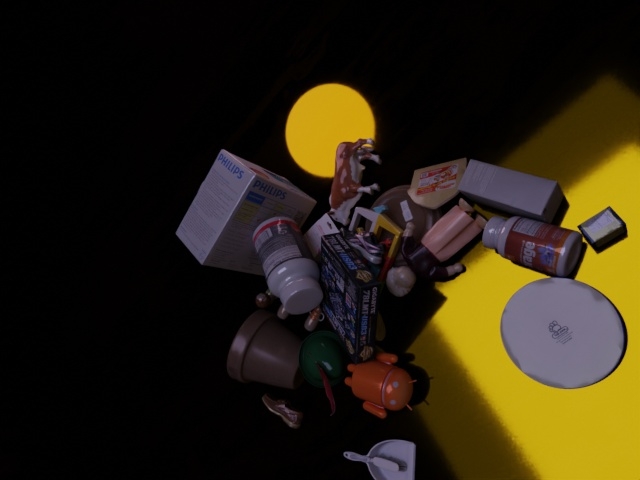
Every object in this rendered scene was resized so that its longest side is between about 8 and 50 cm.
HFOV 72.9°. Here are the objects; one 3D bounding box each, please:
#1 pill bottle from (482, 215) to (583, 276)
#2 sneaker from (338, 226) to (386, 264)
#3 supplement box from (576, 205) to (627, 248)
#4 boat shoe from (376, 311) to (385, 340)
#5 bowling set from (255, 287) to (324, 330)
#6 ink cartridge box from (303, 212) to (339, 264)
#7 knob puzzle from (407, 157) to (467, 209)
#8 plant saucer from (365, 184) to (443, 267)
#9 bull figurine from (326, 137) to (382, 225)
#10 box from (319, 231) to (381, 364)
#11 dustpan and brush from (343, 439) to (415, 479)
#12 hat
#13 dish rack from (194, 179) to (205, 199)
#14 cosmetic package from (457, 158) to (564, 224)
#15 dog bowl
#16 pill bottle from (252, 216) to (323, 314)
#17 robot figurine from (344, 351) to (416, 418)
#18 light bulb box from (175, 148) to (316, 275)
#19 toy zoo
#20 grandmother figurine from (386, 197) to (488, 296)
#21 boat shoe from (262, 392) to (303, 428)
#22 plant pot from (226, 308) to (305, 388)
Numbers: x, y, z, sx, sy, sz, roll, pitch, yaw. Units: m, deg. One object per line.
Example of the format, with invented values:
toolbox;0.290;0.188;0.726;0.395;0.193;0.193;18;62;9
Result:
pill bottle;0.543;0.006;1.127;0.216;0.121;0.121;23;93;43
sneaker;0.140;0.000;1.378;0.178;0.072;0.077;36;107;27
supplement box;0.686;-0.030;1.056;0.083;0.083;0.056;-39;59;24
boat shoe;0.136;0.210;1.385;0.079;0.084;0.233;-14;92;42
bowling set;-0.119;0.188;1.543;0.287;0.200;0.154;34;99;33
ink cartridge box;0.000;0.000;1.576;0.181;0.062;0.104;-44;58;21
knob puzzle;0.360;-0.162;1.328;0.213;0.030;0.213;-23;38;20
plant saucer;0.259;-0.051;1.410;0.278;0.041;0.277;-10;72;35
bull figurine;0.112;-0.212;1.520;0.189;0.101;0.310;-5;79;32
box;0.079;0.171;1.328;0.295;0.073;0.293;-127;30;-53
dustpan and brush;0.171;0.659;1.294;0.211;0.060;0.147;-3;78;36
hat;0.039;0.386;1.345;0.208;0.173;0.183;67;161;3
dish rack;-0.459;-0.099;1.937;0.333;0.072;0.285;30;97;38
cosmetic package;0.516;-0.132;1.182;0.238;0.127;0.107;23;93;36
dog bowl;0.587;0.223;1.058;0.265;0.104;0.264;-9;74;35
pill bottle;-0.106;0.082;1.445;0.176;0.176;0.318;-45;47;20
robot figurine;0.181;0.427;1.299;0.220;0.128;0.158;8;43;38
light bulb box;-0.269;-0.087;1.611;0.225;0.358;0.361;40;103;34
toy zoo;0.161;0.020;1.417;0.192;0.030;0.293;35;119;36
grandmother figurine;0.323;0.031;1.280;0.342;0.104;0.208;-47;73;14
boat shoe;-0.131;0.591;1.539;0.178;0.064;0.060;26;91;31
plant pot;-0.157;0.400;1.504;0.229;0.263;0.262;21;92;22
